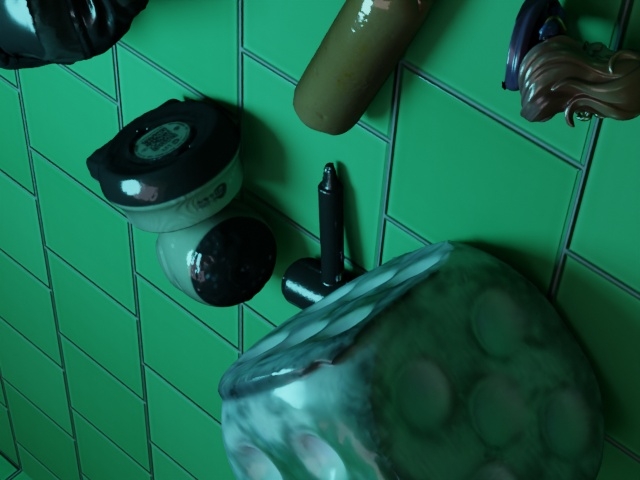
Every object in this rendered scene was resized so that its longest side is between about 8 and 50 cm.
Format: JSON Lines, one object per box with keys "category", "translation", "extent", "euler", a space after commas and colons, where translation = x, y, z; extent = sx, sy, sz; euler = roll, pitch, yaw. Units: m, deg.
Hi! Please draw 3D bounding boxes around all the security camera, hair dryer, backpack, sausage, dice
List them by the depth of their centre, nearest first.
{"category": "sausage", "translation": [0.043, -0.208, 1.497], "extent": [0.086, 0.086, 0.289], "euler": [47, 147, 7]}
{"category": "dice", "translation": [0.102, 0.213, 1.610], "extent": [0.348, 0.330, 0.328], "euler": [54, 147, -8]}
{"category": "backpack", "translation": [-0.367, -0.372, 1.699], "extent": [0.445, 0.255, 0.363], "euler": [28, 142, 55]}
{"category": "hair dryer", "translation": [0.001, 0.001, 1.780], "extent": [0.114, 0.070, 0.248], "euler": [26, 136, 35]}
{"category": "security camera", "translation": [-0.167, -0.031, 1.850], "extent": [0.191, 0.197, 0.277], "euler": [28, 149, 47]}

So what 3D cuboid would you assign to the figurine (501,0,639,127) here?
{"category": "figurine", "translation": [0.241, -0.153, 1.276], "extent": [0.157, 0.114, 0.126], "euler": [37, 160, 19]}
